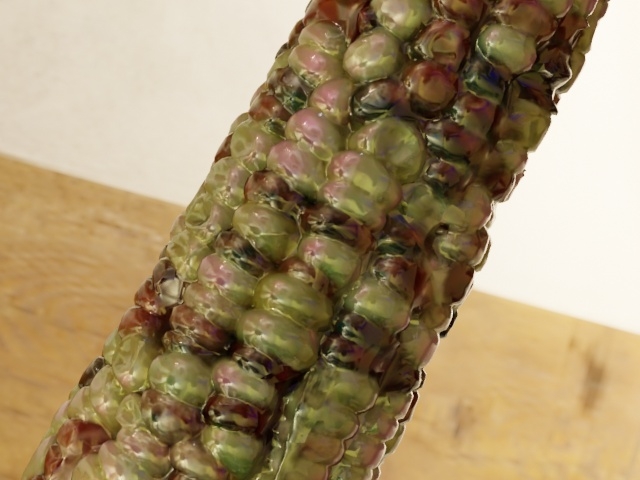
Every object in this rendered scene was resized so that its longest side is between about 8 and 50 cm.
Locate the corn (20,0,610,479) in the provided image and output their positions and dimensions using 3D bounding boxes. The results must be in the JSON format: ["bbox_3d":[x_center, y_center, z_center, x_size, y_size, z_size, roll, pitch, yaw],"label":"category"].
[{"bbox_3d":[0.000,0.000,0.550,0.092,0.092,0.280,24,-86,-54],"label":"corn"}]
